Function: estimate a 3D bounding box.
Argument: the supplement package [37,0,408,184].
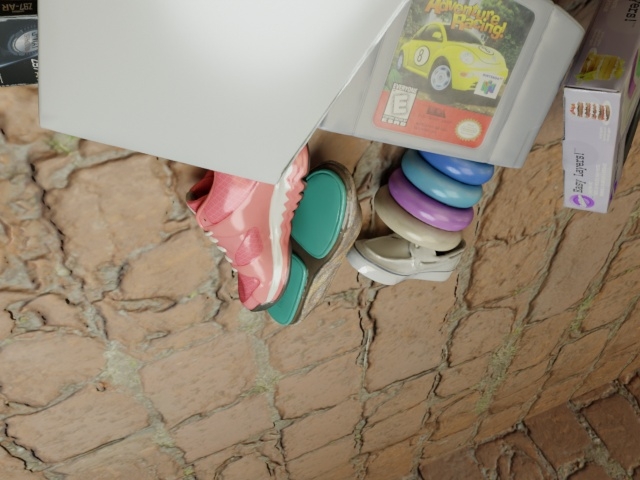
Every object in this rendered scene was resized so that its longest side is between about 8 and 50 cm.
[{"bbox_3d":[-0.077,-0.181,0.408,0.204,0.145,0.262,12,152,-21],"label":"supplement package"}]

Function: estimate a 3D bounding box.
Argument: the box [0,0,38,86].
[{"bbox_3d":[-0.258,-0.173,0.507,0.067,0.018,0.083,-11,157,-21],"label":"box"}]

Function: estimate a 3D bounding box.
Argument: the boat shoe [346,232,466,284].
[{"bbox_3d":[0.147,0.013,0.947,0.258,0.095,0.084,0,130,-47],"label":"boat shoe"}]

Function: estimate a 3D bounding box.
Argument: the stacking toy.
[{"bbox_3d":[0.205,-0.151,0.769,0.141,0.141,0.330,6,124,-37],"label":"stacking toy"}]

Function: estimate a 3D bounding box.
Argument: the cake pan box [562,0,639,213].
[{"bbox_3d":[0.389,-0.200,0.760,0.245,0.070,0.267,-59,147,-18],"label":"cake pan box"}]

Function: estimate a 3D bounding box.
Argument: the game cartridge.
[{"bbox_3d":[0.135,-0.194,0.623,0.294,0.060,0.196,7,114,-19],"label":"game cartridge"}]

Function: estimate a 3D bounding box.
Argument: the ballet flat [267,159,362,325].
[{"bbox_3d":[0.000,0.000,0.839,0.106,0.107,0.316,-24,153,-40],"label":"ballet flat"}]

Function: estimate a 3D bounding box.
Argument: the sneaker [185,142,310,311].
[{"bbox_3d":[-0.104,-0.033,0.735,0.136,0.116,0.313,0,131,-14],"label":"sneaker"}]
